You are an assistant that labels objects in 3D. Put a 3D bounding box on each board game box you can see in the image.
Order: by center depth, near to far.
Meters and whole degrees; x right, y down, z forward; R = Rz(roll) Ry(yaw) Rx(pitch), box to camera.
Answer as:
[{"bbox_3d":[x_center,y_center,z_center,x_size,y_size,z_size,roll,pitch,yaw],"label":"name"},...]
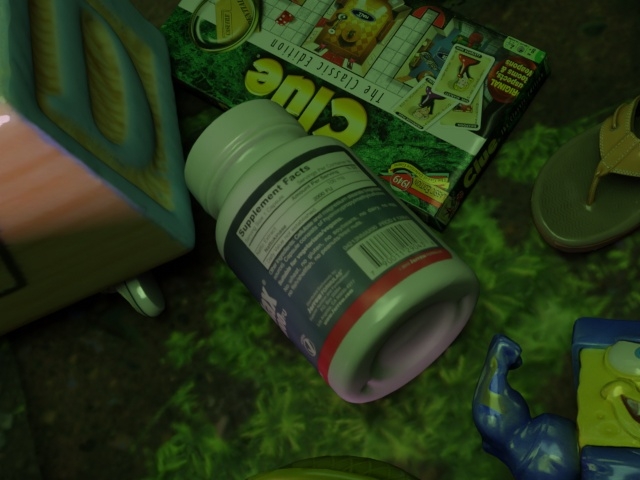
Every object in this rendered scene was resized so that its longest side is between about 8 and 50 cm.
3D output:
[{"bbox_3d":[0.011,-0.122,0.786,0.260,0.030,0.136,30,81,24],"label":"board game box"}]

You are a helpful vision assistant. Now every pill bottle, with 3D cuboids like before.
[{"bbox_3d":[0.000,0.000,0.694,0.108,0.108,0.180,-41,63,-3],"label":"pill bottle"}]

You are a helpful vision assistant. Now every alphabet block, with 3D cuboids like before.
[{"bbox_3d":[-0.217,-0.069,0.714,0.197,0.193,0.192,-22,56,17],"label":"alphabet block"}]

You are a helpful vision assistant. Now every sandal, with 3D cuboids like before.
[{"bbox_3d":[0.205,-0.061,0.692,0.180,0.049,0.072,-30,63,2],"label":"sandal"}]

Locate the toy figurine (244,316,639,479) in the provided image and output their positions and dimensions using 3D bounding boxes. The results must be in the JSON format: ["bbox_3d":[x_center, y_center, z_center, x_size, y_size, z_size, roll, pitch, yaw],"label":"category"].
[{"bbox_3d":[0.157,0.129,0.610,0.363,0.191,0.217,-1,38,23],"label":"toy figurine"}]

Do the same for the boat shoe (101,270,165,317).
[{"bbox_3d":[-0.139,0.020,0.767,0.035,0.035,0.100,-41,61,6],"label":"boat shoe"}]
